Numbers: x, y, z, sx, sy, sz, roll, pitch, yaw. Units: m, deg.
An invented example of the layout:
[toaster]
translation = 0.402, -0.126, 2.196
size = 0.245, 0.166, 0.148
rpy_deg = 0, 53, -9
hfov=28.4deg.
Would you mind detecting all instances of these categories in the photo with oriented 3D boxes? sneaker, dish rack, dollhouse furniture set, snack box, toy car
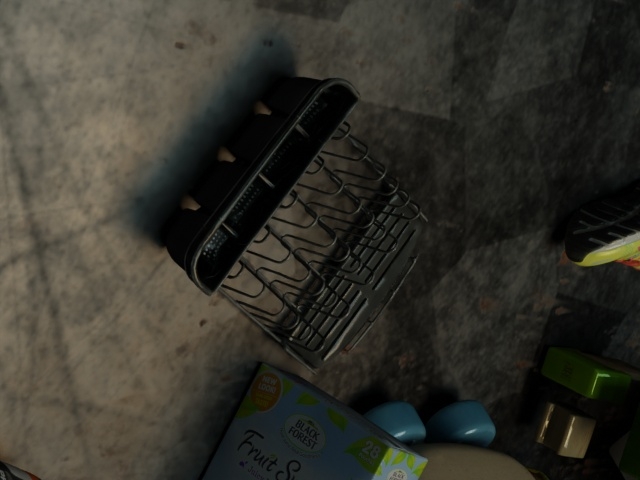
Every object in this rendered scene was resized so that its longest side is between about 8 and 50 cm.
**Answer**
[sneaker]
translation = 0.353, -0.001, 1.420
size = 0.208, 0.081, 0.094
rpy_deg = -21, 125, -34
[dish rack]
translation = 0.000, 0.000, 1.114
size = 0.208, 0.074, 0.271
rpy_deg = -53, 134, -8
[dollhouse furniture set]
translation = 0.324, 0.296, 1.445
size = 0.151, 0.197, 0.301
rpy_deg = 11, 100, -39
[snack box]
translation = -0.027, 0.241, 1.132
size = 0.070, 0.174, 0.207
rpy_deg = 29, 89, -48
[toy car]
translation = 0.100, 0.320, 1.304
size = 0.210, 0.219, 0.238
rpy_deg = 6, 134, -43

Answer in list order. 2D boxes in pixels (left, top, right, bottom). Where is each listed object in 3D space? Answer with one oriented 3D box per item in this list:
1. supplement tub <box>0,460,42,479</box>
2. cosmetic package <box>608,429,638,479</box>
[supplement tub]
translation = -0.272, 0.210, 0.951
size = 0.198, 0.106, 0.106
rpy_deg = 35, 85, -45
[cosmetic package]
translation = 0.583, 0.405, 1.578
size = 0.161, 0.230, 0.453
rpy_deg = -41, 111, 10
